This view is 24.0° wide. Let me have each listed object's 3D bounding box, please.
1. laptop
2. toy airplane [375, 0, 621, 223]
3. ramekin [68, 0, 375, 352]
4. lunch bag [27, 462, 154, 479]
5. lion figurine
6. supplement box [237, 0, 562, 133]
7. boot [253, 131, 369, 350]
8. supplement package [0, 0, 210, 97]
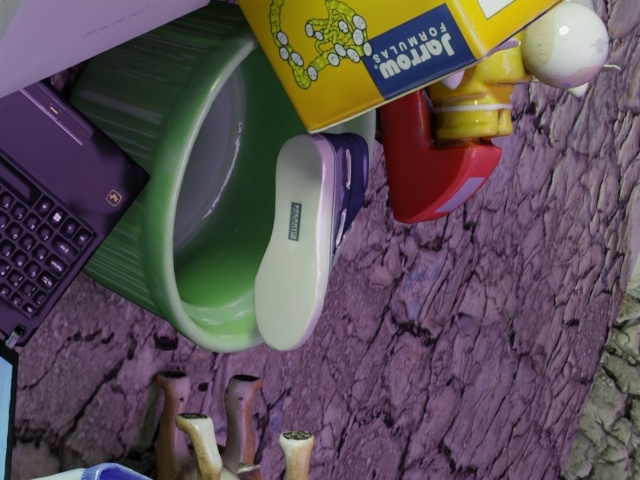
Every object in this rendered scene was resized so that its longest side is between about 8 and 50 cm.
[{"bbox_3d":[-0.243,-0.006,1.026,0.234,0.136,0.264,44,74,-32],"label":"laptop"},{"bbox_3d":[0.175,-0.245,1.536,0.386,0.272,0.384,-52,146,-29],"label":"toy airplane"},{"bbox_3d":[-0.094,-0.067,1.316,0.303,0.148,0.303,-37,138,-44],"label":"ramekin"},{"bbox_3d":[-0.157,0.329,1.162,0.385,0.328,0.239,26,57,-52],"label":"lunch bag"},{"bbox_3d":[-0.092,0.263,1.409,0.392,0.142,0.240,-131,-137,-81],"label":"lion figurine"},{"bbox_3d":[0.024,-0.298,1.162,0.194,0.195,0.356,-37,102,-44],"label":"supplement box"},{"bbox_3d":[0.000,0.000,1.289,0.086,0.069,0.190,-9,114,-54],"label":"boot"},{"bbox_3d":[-0.159,-0.238,1.017,0.262,0.145,0.204,-36,171,-46],"label":"supplement package"}]
